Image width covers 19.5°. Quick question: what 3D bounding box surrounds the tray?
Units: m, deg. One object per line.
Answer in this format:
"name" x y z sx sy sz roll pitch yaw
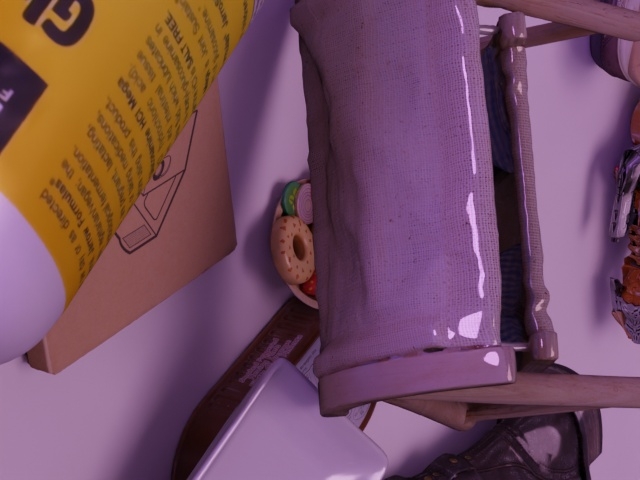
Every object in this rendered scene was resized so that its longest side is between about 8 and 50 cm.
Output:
"tray" -0.072 0.202 1.055 0.270 0.030 0.145 -55 138 -11

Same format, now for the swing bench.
"swing bench" 0.081 -0.027 1.076 0.254 0.165 0.253 14 70 -56

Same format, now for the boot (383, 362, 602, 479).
"boot" 0.120 0.234 1.366 0.229 0.091 0.263 -36 125 -38

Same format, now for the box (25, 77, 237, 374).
"box" -0.107 -0.055 0.970 0.164 0.021 0.201 -35 128 -46

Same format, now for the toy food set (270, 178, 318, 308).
"toy food set" 0.000 0.000 1.129 0.083 0.020 0.082 42 52 -35

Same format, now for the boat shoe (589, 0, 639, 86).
"boat shoe" 0.257 -0.254 1.385 0.103 0.092 0.285 3 101 -37

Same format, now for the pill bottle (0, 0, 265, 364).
"pill bottle" -0.149 -0.071 0.748 0.334 0.188 0.188 -60 143 -25

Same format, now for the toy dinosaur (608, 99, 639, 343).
"toy dinosaur" 0.324 -0.074 1.507 0.218 0.164 0.322 3 120 -41

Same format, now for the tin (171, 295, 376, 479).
"tin" -0.022 0.109 1.140 0.190 0.040 0.106 -49 134 -36
